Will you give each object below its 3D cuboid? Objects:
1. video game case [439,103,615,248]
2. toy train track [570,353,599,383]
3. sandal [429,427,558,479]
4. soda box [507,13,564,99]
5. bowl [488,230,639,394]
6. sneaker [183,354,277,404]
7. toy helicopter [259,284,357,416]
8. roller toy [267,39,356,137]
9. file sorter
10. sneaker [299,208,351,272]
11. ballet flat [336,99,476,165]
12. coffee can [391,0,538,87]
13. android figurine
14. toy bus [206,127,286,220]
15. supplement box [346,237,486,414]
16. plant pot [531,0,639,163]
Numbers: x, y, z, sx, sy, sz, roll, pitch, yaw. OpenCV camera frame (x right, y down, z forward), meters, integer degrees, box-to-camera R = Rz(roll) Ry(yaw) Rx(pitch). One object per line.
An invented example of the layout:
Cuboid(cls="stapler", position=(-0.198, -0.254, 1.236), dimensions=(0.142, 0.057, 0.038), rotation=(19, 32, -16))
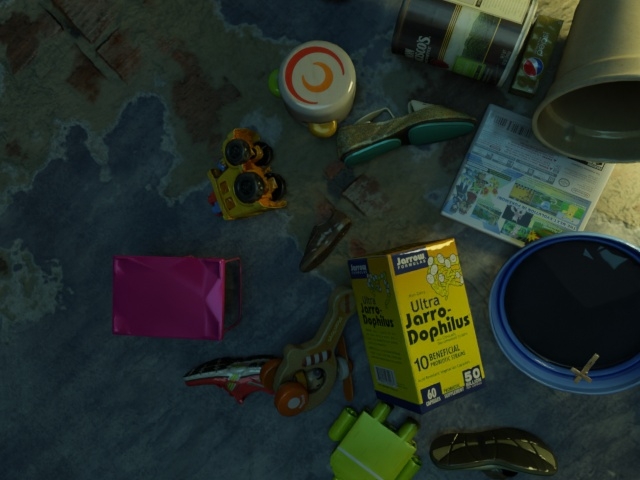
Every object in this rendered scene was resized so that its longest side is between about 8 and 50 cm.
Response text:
Cuboid(cls="video game case", position=(0.507, -0.137, 1.269), dimensions=(0.329, 0.036, 0.299), rotation=(24, 96, 8))
Cuboid(cls="toy train track", position=(0.605, 0.291, 1.173), dimensions=(0.048, 0.014, 0.083), rotation=(35, 111, 20))
Cuboid(cls="sandal", position=(0.427, 0.541, 1.288), dimensions=(0.303, 0.120, 0.086), rotation=(-2, 120, 12))
Cuboid(cls="soda box", position=(0.517, -0.441, 1.241), dimensions=(0.061, 0.058, 0.181), rotation=(20, 95, 9))
Cuboid(cls="bowl", position=(0.596, 0.163, 1.191), dimensions=(0.392, 0.077, 0.390), rotation=(7, 107, 24))
Cuboid(cls="sneaker", position=(-0.240, 0.387, 1.395), dimensions=(0.279, 0.107, 0.118), rotation=(-5, 97, 11))
Cuboid(cls="toy helicopter", position=(0.017, 0.281, 1.310), dimensions=(0.235, 0.140, 0.354), rotation=(20, 99, -32))
Cuboid(cls="roller toy", position=(-0.004, -0.383, 1.293), dimensions=(0.209, 0.146, 0.191), rotation=(43, 88, 7))
Cuboid(cls="file sorter", position=(-0.369, 0.139, 1.365), dimensions=(0.291, 0.182, 0.202), rotation=(1, 92, 9))
Cuboid(cls="sneaker", position=(0.000, 0.000, 1.361), dimensions=(0.188, 0.066, 0.071), rotation=(-48, 67, 4))
Cuboid(cls="ballet flat", position=(0.203, -0.286, 1.283), dimensions=(0.349, 0.123, 0.123), rotation=(-15, 90, 11))
Cuboid(cls="coffee can", position=(0.329, -0.497, 1.199), dimensions=(0.276, 0.201, 0.201), rotation=(21, 96, 9))
Cuboid(cls="android figurine", position=(0.136, 0.556, 1.356), dimensions=(0.248, 0.056, 0.272), rotation=(33, 97, 7))
Cuboid(cls="toy bus", position=(-0.223, -0.156, 1.358), dimensions=(0.212, 0.149, 0.220), rotation=(-22, 86, 26))
Cuboid(cls="supplement box", position=(0.222, 0.191, 1.218), dimensions=(0.194, 0.195, 0.356), rotation=(-13, 90, -25))
Cuboid(cls="plant pot", position=(0.650, -0.375, 1.097), dimensions=(0.334, 0.334, 0.305), rotation=(12, 75, 10))
